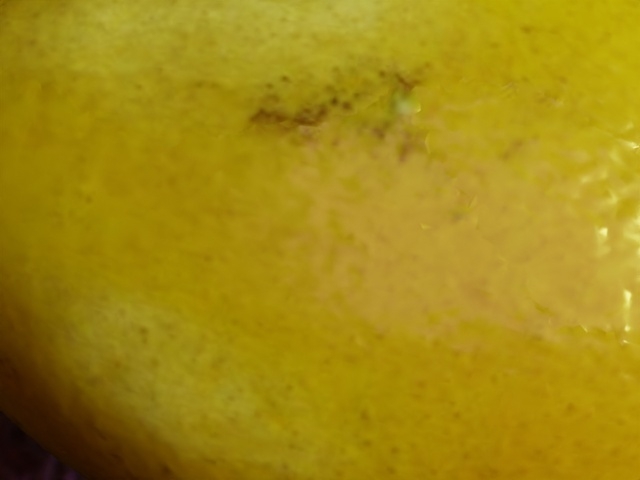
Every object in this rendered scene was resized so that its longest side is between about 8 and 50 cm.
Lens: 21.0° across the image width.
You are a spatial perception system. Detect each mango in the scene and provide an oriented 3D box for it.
[{"bbox_3d":[0.000,0.000,0.456,0.257,0.138,0.187,5,104,-5],"label":"mango"}]
